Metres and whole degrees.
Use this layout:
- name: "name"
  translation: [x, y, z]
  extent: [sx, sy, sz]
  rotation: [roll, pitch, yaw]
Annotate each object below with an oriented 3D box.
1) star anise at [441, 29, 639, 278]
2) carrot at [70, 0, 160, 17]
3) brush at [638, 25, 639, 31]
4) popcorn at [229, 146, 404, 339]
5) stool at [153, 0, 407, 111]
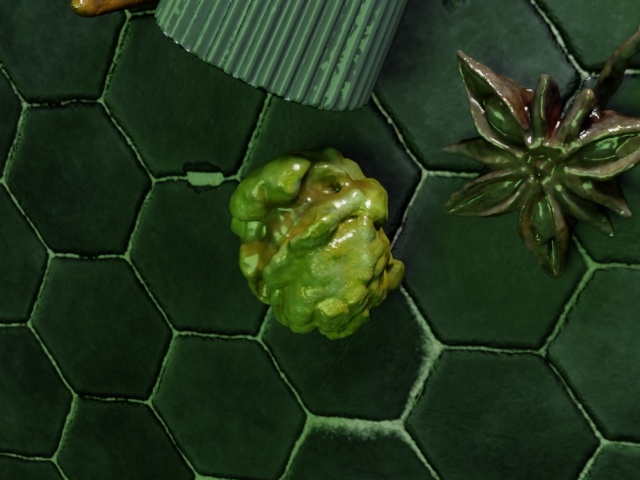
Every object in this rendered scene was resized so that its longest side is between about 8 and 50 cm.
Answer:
- name: "star anise"
  translation: [0.292, -0.114, 1.456]
  extent: [0.292, 0.109, 0.349]
  rotation: [9, 120, 17]
- name: "carrot"
  translation: [-0.279, -0.338, 1.609]
  extent: [0.061, 0.210, 0.061]
  rotation: [10, 115, 23]
- name: "brush"
  translation: [0.398, -0.357, 1.370]
  extent: [0.039, 0.042, 0.299]
  rotation: [7, 105, 26]
- name: "popcorn"
  translation: [0.000, 0.000, 1.561]
  extent: [0.235, 0.242, 0.250]
  rotation: [-40, 89, 27]
- name: "stool"
  translation: [-0.009, -0.369, 1.431]
  extent: [0.297, 0.297, 0.330]
  rotation: [31, 112, 15]
